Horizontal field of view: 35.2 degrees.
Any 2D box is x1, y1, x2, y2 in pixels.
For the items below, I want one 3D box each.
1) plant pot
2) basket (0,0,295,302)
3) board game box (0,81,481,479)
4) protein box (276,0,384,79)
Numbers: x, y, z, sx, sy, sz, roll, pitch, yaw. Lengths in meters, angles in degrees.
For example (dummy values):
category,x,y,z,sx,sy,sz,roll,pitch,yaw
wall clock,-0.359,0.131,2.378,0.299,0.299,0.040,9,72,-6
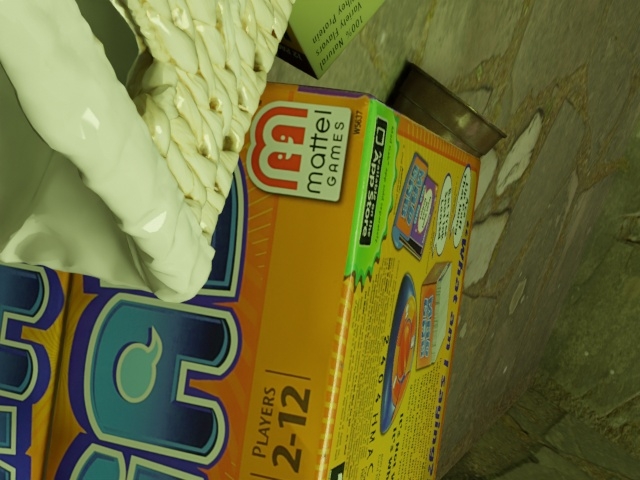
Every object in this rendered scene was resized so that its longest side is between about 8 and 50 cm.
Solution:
category,x,y,z,sx,sy,sz,roll,pitch,yaw
plant pot,0.143,-0.131,1.403,0.165,0.167,0.167,-52,156,9
basket,-0.201,-0.176,0.479,0.328,0.331,0.267,69,36,-61
board game box,-0.102,0.072,0.783,0.356,0.356,0.357,5,93,-71
protein box,-0.017,-0.299,0.915,0.200,0.136,0.201,-51,151,-9
